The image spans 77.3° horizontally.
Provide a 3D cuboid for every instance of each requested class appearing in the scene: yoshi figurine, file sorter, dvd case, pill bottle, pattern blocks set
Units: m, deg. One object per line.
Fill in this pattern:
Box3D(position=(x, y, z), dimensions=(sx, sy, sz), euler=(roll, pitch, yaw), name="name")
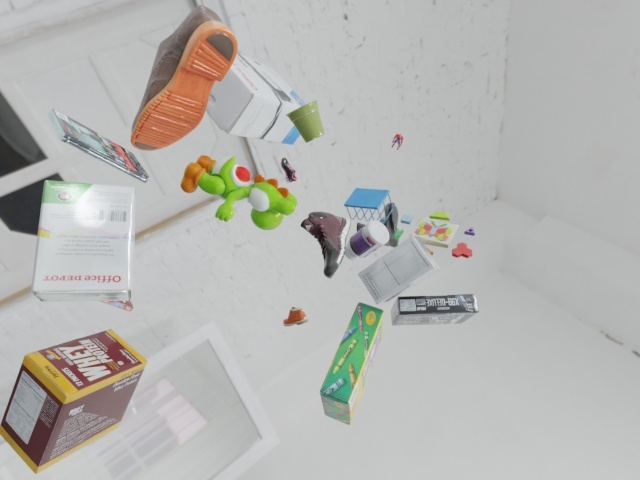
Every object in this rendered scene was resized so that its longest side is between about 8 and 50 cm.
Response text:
Box3D(position=(-0.262, -0.137, 1.330), dimensions=(0.362, 0.203, 0.203), euler=(21, -11, 0), name="yoshi figurine")
Box3D(position=(0.215, -0.151, 1.754), dimensions=(0.170, 0.118, 0.104), euler=(9, -40, 37), name="file sorter")
Box3D(position=(-0.297, -0.126, 0.542), dimensions=(0.087, 0.013, 0.119), euler=(43, 6, 37), name="dvd case")
Box3D(position=(0.182, 0.008, 1.646), dimensions=(0.193, 0.108, 0.108), euler=(-40, -102, 46), name="pill bottle")
Box3D(position=(0.482, -0.034, 1.701), dimensions=(0.325, 0.285, 0.026), euler=(5, -47, 21), name="pattern blocks set")

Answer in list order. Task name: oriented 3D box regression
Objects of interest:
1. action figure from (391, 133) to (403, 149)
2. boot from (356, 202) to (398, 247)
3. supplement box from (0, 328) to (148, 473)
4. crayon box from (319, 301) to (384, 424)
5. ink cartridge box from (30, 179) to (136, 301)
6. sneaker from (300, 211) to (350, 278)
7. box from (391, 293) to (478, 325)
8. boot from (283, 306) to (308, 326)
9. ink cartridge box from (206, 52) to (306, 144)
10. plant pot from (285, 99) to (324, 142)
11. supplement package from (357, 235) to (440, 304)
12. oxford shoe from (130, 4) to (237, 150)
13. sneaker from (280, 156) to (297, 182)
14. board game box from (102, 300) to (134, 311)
Box3D(position=(0.293, -0.376, 1.519), dimensions=(0.038, 0.030, 0.115), euler=(31, -9, 7), name="action figure")
Box3D(position=(0.290, -0.071, 2.087), dimensions=(0.223, 0.118, 0.338), euler=(7, -37, 18), name="boot")
Box3D(position=(-0.508, 0.321, 0.836), dimensions=(0.129, 0.194, 0.191), euler=(32, 14, 17), name="supplement box")
Box3D(position=(0.094, 0.332, 1.095), dimensions=(0.081, 0.278, 0.165), euler=(15, -38, 19), name="crayon box")
Box3D(position=(-0.438, 0.005, 0.761), dimensions=(0.093, 0.154, 0.212), euler=(138, -50, -58), name="ink cartridge box")
Box3D(position=(0.000, 0.000, 1.340), dimensions=(0.162, 0.281, 0.106), euler=(24, -51, -7), name="sneaker")
Box3D(position=(0.455, 0.289, 1.648), dimensions=(0.242, 0.307, 0.076), euler=(84, 4, -67), name="box")
Box3D(position=(-0.125, 0.349, 1.850), dimensions=(0.158, 0.059, 0.084), euler=(-23, -92, 42), name="boot")
Box3D(position=(-0.242, -0.506, 1.413), dimensions=(0.285, 0.166, 0.395), euler=(49, 26, 13), name="ink cartridge box")
Box3D(position=(-0.028, -0.279, 0.954), dimensions=(0.079, 0.083, 0.083), euler=(64, -15, -12), name="plant pot")
Box3D(position=(0.282, 0.109, 1.445), dimensions=(0.139, 0.244, 0.134), euler=(59, 18, 17), name="supplement package")
Box3D(position=(-0.331, -0.360, 0.922), dimensions=(0.130, 0.363, 0.133), euler=(8, 44, -58), name="oxford shoe")
Box3D(position=(-0.133, -0.309, 1.751), dimensions=(0.057, 0.047, 0.119), euler=(-1, -57, 34), name="sneaker")
Box3D(position=(-0.898, 0.199, 1.613), dimensions=(0.145, 0.027, 0.281), euler=(37, -2, 42), name="board game box")
